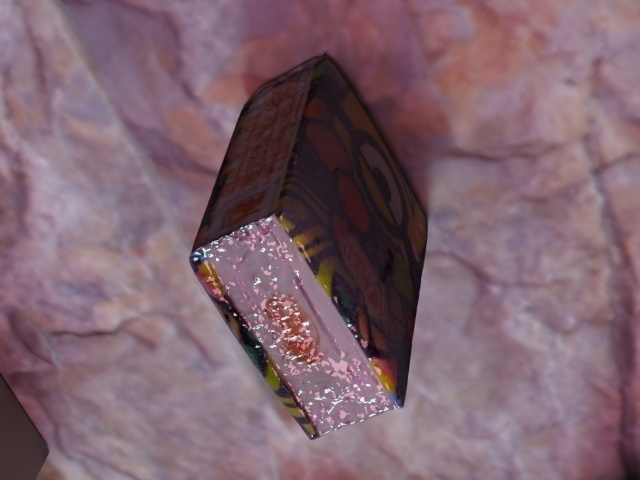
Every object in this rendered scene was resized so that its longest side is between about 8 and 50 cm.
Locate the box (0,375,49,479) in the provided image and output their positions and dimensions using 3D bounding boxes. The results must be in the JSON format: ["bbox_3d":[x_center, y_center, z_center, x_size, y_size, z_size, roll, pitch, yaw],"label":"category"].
[{"bbox_3d":[-0.210,0.105,0.943,0.051,0.130,0.129,-17,117,24],"label":"box"}]

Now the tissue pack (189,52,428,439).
[{"bbox_3d":[0.000,0.000,0.816,0.060,0.148,0.108,-24,114,20],"label":"tissue pack"}]
